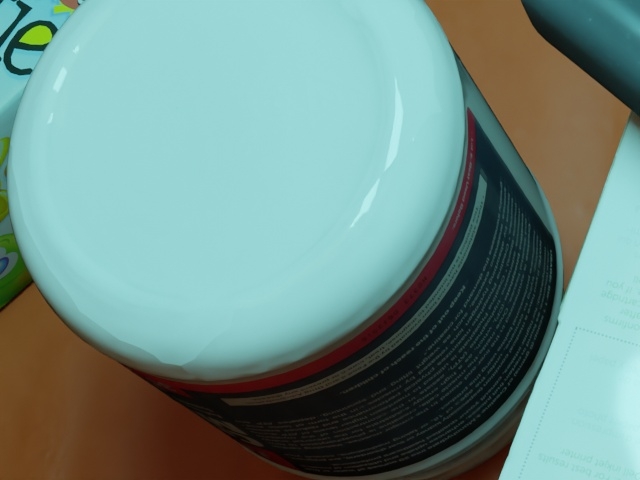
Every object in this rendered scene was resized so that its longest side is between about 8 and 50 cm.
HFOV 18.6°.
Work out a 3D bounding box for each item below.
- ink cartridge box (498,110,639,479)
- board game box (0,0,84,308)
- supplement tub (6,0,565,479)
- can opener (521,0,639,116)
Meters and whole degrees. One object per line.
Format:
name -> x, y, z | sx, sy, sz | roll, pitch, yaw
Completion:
ink cartridge box -> 0.156, 0.053, 0.619 | 0.171, 0.056, 0.235 | 16, 78, 25
board game box -> -0.195, -0.066, 1.030 | 0.275, 0.144, 0.142 | -42, 63, 2
supplement tub -> 0.000, 0.000, 0.865 | 0.191, 0.272, 0.191 | -7, 68, 17
can opener -> 0.167, -0.027, 0.562 | 0.076, 0.095, 0.283 | -46, 61, -1
